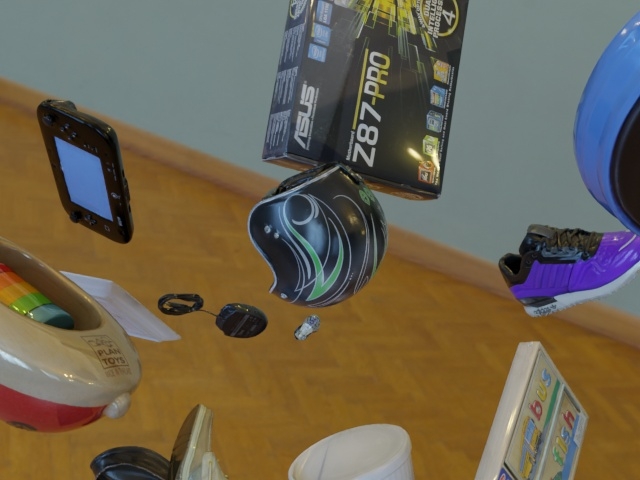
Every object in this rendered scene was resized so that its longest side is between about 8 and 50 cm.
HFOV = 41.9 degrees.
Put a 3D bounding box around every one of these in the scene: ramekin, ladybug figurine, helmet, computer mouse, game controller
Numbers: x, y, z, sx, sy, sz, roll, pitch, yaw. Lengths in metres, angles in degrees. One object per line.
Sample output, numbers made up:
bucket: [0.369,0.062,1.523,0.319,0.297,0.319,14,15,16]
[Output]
ramekin: [0.077,0.510,1.786,0.273,0.127,0.273,-18,9,3]
ladybug figurine: [-0.451,0.131,1.201,0.449,0.161,0.305,34,10,23]
helmet: [0.000,0.000,1.024,0.170,0.161,0.169,-24,11,5]
computer mouse: [-0.200,0.133,1.575,0.242,0.071,0.041,22,29,-39]
game controller: [-0.422,-0.118,1.522,0.167,0.319,0.067,33,57,20]

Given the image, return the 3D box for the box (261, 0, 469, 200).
box: [0.086,-0.290,1.416,0.318,0.394,0.097,13,-6,-29]

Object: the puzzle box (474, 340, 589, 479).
puzzle box: [0.443,0.448,1.735,0.052,0.272,0.408,-13,36,41]

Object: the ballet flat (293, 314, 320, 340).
ballet flat: [-0.033,0.207,1.925,0.041,0.114,0.041,9,64,-18]

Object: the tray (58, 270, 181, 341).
tray: [-0.404,0.142,1.676,0.145,0.270,0.030,9,64,28]

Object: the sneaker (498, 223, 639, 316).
sneaker: [0.409,0.026,1.390,0.146,0.293,0.102,49,50,-6]

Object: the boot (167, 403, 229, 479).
boot: [-0.126,0.344,1.158,0.165,0.077,0.213,16,58,-19]

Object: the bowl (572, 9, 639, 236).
bowl: [0.485,-0.139,0.930,0.392,0.391,0.077,6,43,-14]

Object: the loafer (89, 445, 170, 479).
loafer: [-0.251,0.385,1.283,0.220,0.080,0.078,28,31,-24]
